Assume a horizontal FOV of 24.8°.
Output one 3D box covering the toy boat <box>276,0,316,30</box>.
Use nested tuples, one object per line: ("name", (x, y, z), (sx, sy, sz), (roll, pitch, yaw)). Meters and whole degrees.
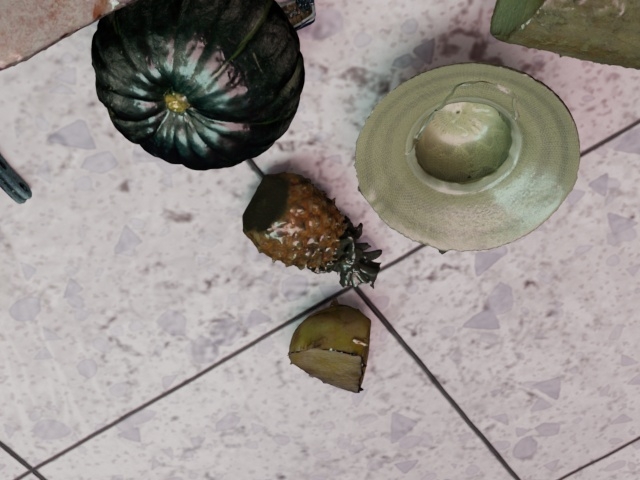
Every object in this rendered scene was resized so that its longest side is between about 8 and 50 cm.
("toy boat", (-0.043, -0.234, 1.530), (0.083, 0.038, 0.038), (-17, 129, 12))

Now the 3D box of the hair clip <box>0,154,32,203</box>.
("hair clip", (-0.370, -0.144, 1.545), (0.083, 0.048, 0.275), (-14, 134, -2))

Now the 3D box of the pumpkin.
("pumpkin", (-0.125, -0.175, 1.476), (0.220, 0.162, 0.221), (9, 127, 12))

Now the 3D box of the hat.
("hat", (0.159, -0.115, 1.619), (0.252, 0.110, 0.252), (0, 128, 0))

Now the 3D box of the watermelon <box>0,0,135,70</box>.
("watermelon", (-0.292, -0.290, 1.308), (0.283, 0.292, 0.250), (-18, 105, 41))

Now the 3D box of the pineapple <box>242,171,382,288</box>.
("pineapple", (0.000, 0.000, 1.687), (0.108, 0.108, 0.197), (-40, 130, 20))

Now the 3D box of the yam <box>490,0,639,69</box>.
("yam", (0.321, -0.256, 1.510), (0.268, 0.161, 0.161), (9, 125, -16))

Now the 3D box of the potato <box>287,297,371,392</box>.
("potato", (0.017, 0.122, 1.811), (0.100, 0.089, 0.172), (9, 161, 7))
